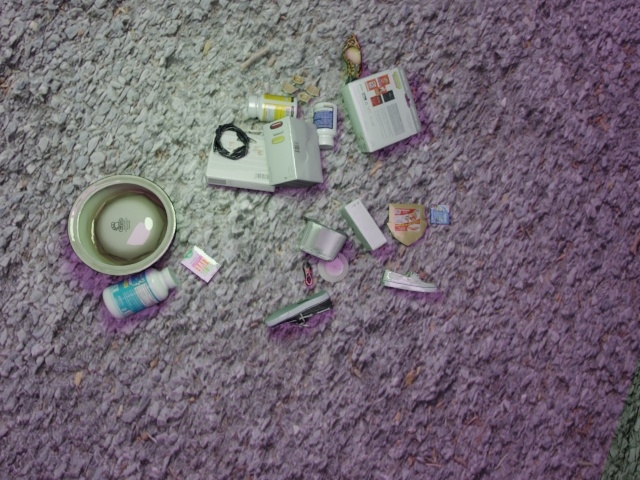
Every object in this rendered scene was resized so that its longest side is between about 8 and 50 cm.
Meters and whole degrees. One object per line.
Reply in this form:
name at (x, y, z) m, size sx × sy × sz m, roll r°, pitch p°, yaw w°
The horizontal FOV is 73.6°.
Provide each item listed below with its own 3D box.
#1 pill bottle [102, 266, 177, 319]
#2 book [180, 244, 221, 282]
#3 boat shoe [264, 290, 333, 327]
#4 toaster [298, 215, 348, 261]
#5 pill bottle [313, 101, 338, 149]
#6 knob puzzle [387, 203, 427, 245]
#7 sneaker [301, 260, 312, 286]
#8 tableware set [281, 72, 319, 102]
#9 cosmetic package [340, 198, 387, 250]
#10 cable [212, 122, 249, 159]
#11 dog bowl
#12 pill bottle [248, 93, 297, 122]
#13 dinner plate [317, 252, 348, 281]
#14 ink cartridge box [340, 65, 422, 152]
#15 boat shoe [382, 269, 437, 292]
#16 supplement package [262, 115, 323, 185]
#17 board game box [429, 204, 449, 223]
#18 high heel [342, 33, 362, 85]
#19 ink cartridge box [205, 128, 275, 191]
pill bottle at (-0.728, 0.205, 1.747) m, size 0.264 × 0.146 × 0.146 m, roll -25°, pitch 91°, yaw -10°
book at (-0.513, 0.101, 1.846) m, size 0.144 × 0.035 × 0.096 m, roll 38°, pitch 78°, yaw -4°
boat shoe at (-0.088, 0.323, 1.859) m, size 0.307 × 0.113 × 0.104 m, roll -23°, pitch 97°, yaw -25°
toaster at (0.000, 0.000, 1.878) m, size 0.227 × 0.129 × 0.146 m, roll 24°, pitch 86°, yaw 1°
pill bottle at (0.022, -0.511, 1.920) m, size 0.112 × 0.112 × 0.186 m, roll 2°, pitch 86°, yaw -9°
knob puzzle at (0.401, -0.072, 1.995) m, size 0.214 × 0.030 × 0.212 m, roll 1°, pitch 86°, yaw -9°
sneaker at (-0.055, 0.147, 1.899) m, size 0.047 × 0.057 × 0.119 m, roll -9°, pitch 87°, yaw -7°
tableware set at (-0.088, -0.687, 1.933) m, size 0.169 × 0.020 × 0.141 m, roll 32°, pitch 55°, yaw -2°
cosmetic package at (0.191, -0.067, 1.920) m, size 0.086 × 0.117 × 0.231 m, roll -33°, pitch 91°, yaw -9°
cable at (-0.382, -0.436, 1.851) m, size 0.151 × 0.047 × 0.184 m, roll 8°, pitch 60°, yaw -8°
dog bowl at (-0.776, -0.053, 1.733) m, size 0.409 × 0.150 × 0.407 m, roll 1°, pitch 80°, yaw -6°
pill bottle at (-0.210, -0.580, 1.885) m, size 0.209 × 0.119 × 0.119 m, roll 4°, pitch 86°, yaw -9°
dinner plate at (0.058, 0.118, 1.939) m, size 0.141 × 0.017 × 0.141 m, roll 0°, pitch 88°, yaw -10°
ink cartridge box at (0.274, -0.584, 1.923) m, size 0.272 × 0.130 × 0.309 m, roll -22°, pitch 104°, yaw -10°
boat shoe at (0.414, 0.183, 1.950) m, size 0.259 × 0.095 × 0.084 m, roll 9°, pitch 90°, yaw -9°
supplement package at (-0.115, -0.367, 1.826) m, size 0.145 × 0.204 × 0.261 m, roll -9°, pitch 87°, yaw 34°
board game box at (0.564, -0.123, 2.028) m, size 0.090 × 0.020 × 0.090 m, roll 2°, pitch 86°, yaw -10°
high heel at (0.156, -0.837, 1.921) m, size 0.093 × 0.186 × 0.260 m, roll 4°, pitch 86°, yaw -8°
ink cartridge box at (-0.335, -0.352, 1.881) m, size 0.297 × 0.066 × 0.260 m, roll 7°, pitch 60°, yaw -8°
